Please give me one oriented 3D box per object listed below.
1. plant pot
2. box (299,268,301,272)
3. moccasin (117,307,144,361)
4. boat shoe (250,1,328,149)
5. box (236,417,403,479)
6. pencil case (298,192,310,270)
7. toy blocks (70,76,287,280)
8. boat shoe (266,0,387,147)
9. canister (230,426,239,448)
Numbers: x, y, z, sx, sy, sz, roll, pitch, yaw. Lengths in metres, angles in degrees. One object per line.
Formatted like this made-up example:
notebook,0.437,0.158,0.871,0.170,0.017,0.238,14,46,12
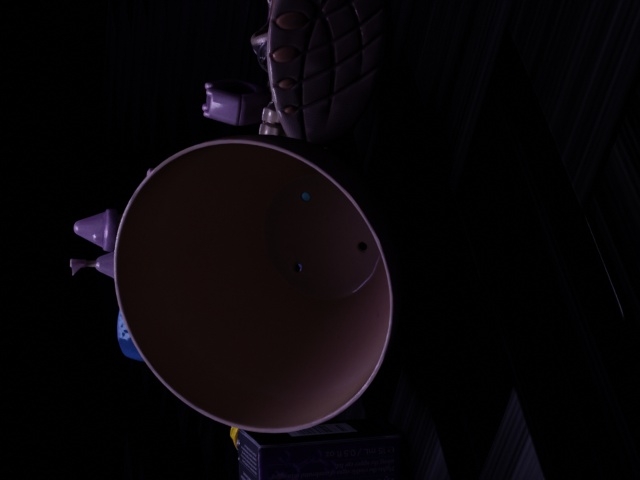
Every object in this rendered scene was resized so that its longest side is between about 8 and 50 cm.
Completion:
plant pot,-0.033,0.020,1.536,0.191,0.284,0.284,-37,-48,-63
box,-0.007,0.115,1.844,0.186,0.038,0.145,114,151,-64
moccasin,-0.271,0.028,2.635,0.117,0.137,0.342,-9,-62,-80
boat shoe,-0.033,-0.225,1.762,0.103,0.092,0.285,-136,45,-71
box,0.001,0.293,1.602,0.108,0.153,0.207,-168,75,-75
pencil case,0.000,0.000,1.732,0.152,0.064,0.070,-118,38,-60
toy blocks,-0.177,-0.029,1.948,0.288,0.260,0.309,-109,26,-63
boat shoe,0.003,-0.253,1.591,0.116,0.123,0.324,-175,89,-83
canister,-0.036,0.280,1.849,0.126,0.073,0.170,58,178,-28
